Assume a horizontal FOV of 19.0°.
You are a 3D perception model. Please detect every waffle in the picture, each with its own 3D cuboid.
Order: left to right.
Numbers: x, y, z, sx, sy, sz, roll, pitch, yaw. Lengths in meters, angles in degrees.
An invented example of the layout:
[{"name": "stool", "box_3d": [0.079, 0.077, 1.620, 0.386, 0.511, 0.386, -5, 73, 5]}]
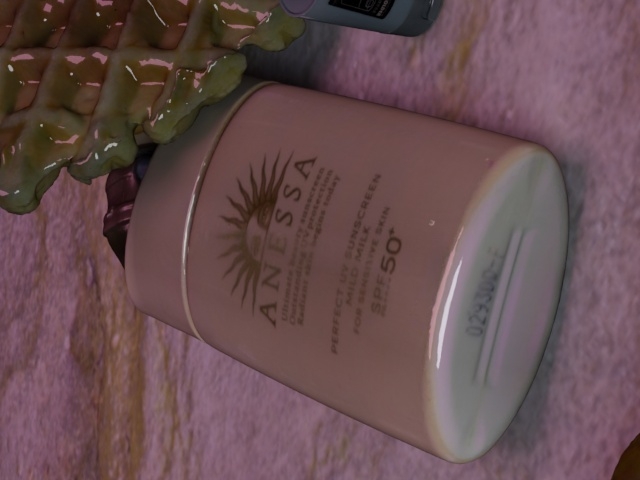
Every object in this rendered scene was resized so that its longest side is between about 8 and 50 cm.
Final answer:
[{"name": "waffle", "box_3d": [-0.140, -0.167, 1.237, 0.309, 0.056, 0.292, -37, 48, 3]}]

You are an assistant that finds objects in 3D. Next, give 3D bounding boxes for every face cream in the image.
[{"name": "face cream", "box_3d": [0.000, 0.000, 1.111, 0.348, 0.081, 0.173, 21, 98, 54]}]

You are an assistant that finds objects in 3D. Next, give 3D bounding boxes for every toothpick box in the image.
[{"name": "toothpick box", "box_3d": [0.023, -0.147, 1.094, 0.052, 0.083, 0.052, -9, 79, 55]}]

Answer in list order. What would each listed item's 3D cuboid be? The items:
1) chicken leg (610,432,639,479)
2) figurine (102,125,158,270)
[{"name": "chicken leg", "box_3d": [0.196, -0.003, 0.797, 0.201, 0.153, 0.429, -122, 40, -57]}, {"name": "figurine", "box_3d": [-0.123, -0.063, 1.302, 0.114, 0.108, 0.196, -32, 78, 61]}]
